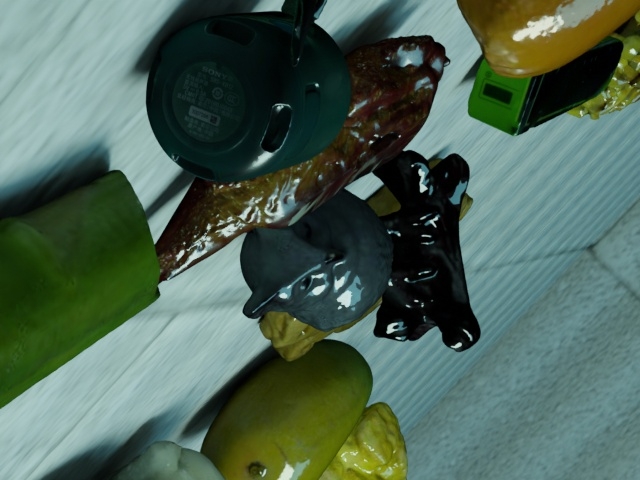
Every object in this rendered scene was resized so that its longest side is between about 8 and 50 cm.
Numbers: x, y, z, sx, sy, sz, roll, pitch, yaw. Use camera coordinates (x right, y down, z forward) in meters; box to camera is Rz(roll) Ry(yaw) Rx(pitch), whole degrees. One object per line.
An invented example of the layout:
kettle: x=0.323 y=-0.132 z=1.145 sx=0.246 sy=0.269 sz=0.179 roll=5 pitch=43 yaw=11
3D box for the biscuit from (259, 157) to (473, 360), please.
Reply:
biscuit: x=0.041 y=0.016 z=1.245 sx=0.184 sy=0.035 sz=0.249 roll=-47 pitch=170 yaw=12

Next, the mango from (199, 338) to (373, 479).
mango: x=-0.022 y=0.136 z=1.313 sx=0.130 sy=0.092 sz=0.194 roll=-51 pitch=173 yaw=23

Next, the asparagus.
asparagus: x=-0.142 y=0.048 z=0.591 sx=0.277 sy=0.060 sz=0.067 roll=-37 pitch=157 yaw=-42

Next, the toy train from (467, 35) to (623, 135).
toy train: x=0.151 y=-0.112 z=1.151 sx=0.209 sy=0.042 sz=0.044 roll=-26 pitch=138 yaw=-63

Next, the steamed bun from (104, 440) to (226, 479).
steamed bun: x=-0.148 y=0.309 z=1.129 sx=0.324 sy=0.219 sz=0.310 roll=-50 pitch=169 yaw=26

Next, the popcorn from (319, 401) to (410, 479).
popcorn: x=0.011 y=0.197 z=1.568 sx=0.148 sy=0.152 sz=0.167 roll=-100 pitch=-161 yaw=-60

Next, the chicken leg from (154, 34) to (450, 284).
chicken leg: x=-0.013 y=-0.035 z=0.797 sx=0.219 sy=0.048 sz=0.089 roll=-38 pitch=165 yaw=-33

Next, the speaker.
speaker: x=-0.015 y=-0.066 z=0.635 sx=0.094 sy=0.060 sz=0.075 roll=-50 pitch=170 yaw=22

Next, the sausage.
sausage: x=0.156 y=-0.173 z=0.808 sx=0.238 sy=0.098 sz=0.098 roll=-44 pitch=170 yaw=7

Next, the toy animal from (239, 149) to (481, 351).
toy animal: x=-0.004 y=0.000 z=0.956 sx=0.117 sy=0.121 sz=0.210 roll=0 pitch=178 yaw=35

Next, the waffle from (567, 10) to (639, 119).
waffle: x=0.296 y=-0.185 z=1.420 sx=0.231 sy=0.051 sz=0.229 roll=-37 pitch=170 yaw=-33
